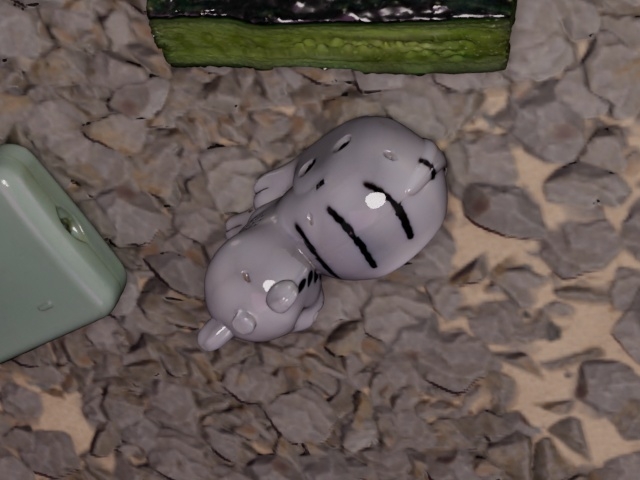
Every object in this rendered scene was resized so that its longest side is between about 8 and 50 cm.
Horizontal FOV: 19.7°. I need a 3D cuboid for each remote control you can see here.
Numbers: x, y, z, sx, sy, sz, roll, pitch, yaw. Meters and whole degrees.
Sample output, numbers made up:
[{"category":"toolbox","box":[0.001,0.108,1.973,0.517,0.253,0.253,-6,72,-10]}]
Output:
[{"category":"remote control","box":[-0.277,0.040,1.279,0.296,0.056,0.140,-23,114,32]}]

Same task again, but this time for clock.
[{"category":"clock","box":[0.000,0.000,1.124,0.176,0.117,0.080,-31,112,32]}]

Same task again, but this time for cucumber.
[{"category":"cucumber","box":[0.009,-0.137,1.062,0.211,0.062,0.078,1,160,10]}]
